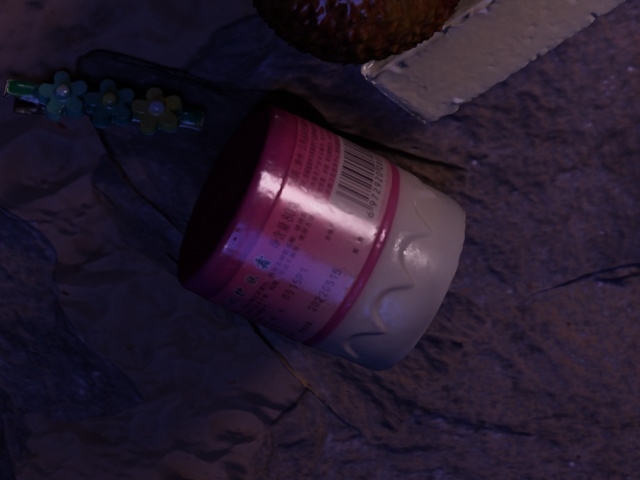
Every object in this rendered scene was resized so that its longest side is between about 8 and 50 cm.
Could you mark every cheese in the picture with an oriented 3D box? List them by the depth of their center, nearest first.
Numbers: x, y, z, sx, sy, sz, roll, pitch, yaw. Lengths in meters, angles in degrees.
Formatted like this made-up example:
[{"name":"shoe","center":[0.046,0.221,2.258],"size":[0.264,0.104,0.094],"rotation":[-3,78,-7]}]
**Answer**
[{"name":"cheese","center":[0.204,-0.207,1.502],"size":[0.400,0.034,0.085],"rotation":[-30,123,33]}]

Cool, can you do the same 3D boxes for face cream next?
[{"name":"face cream","center":[0.000,0.000,1.638],"size":[0.195,0.175,0.175],"rotation":[26,132,-14]}]

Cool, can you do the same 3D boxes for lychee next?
[{"name":"lychee","center":[0.025,-0.220,1.421],"size":[0.195,0.194,0.194],"rotation":[4,135,4]}]

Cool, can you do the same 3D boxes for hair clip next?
[{"name":"hair clip","center":[-0.186,-0.113,1.646],"size":[0.173,0.049,0.049],"rotation":[6,135,4]}]
